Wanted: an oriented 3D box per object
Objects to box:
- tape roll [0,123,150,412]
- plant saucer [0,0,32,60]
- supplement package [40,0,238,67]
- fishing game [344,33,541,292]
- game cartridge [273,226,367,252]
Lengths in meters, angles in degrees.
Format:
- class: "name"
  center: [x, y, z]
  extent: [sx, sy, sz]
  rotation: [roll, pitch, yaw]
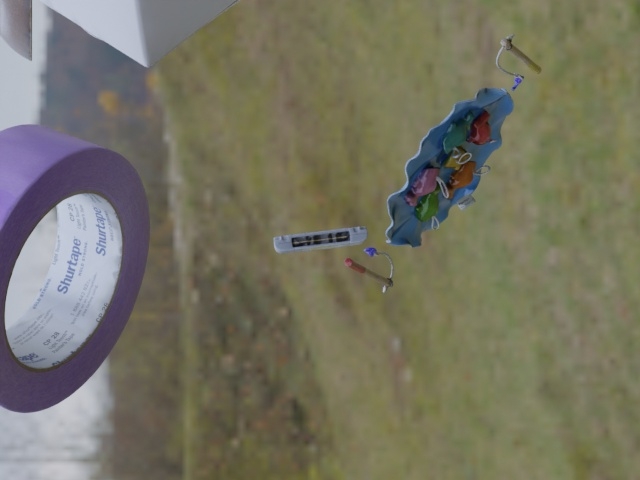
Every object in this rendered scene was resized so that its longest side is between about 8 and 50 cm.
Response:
- class: "tape roll"
  center: [-0.285, 0.028, 1.916]
  extent: [0.275, 0.090, 0.275]
  rotation: [-39, -41, -45]
- class: "plant saucer"
  center: [-0.418, -0.402, 2.649]
  extent: [0.310, 0.050, 0.311]
  rotation: [180, 90, -81]
- class: "supplement package"
  center: [-0.191, -0.361, 1.967]
  extent: [0.175, 0.177, 0.293]
  rotation: [-40, -32, -29]
- class: "fishing game"
  center: [0.127, -0.063, 1.814]
  extent: [0.264, 0.041, 0.189]
  rotation: [-54, -20, 2]
- class: "game cartridge"
  center: [0.000, 0.000, 1.720]
  extent: [0.056, 0.083, 0.017]
  rotation: [-155, 59, -89]
